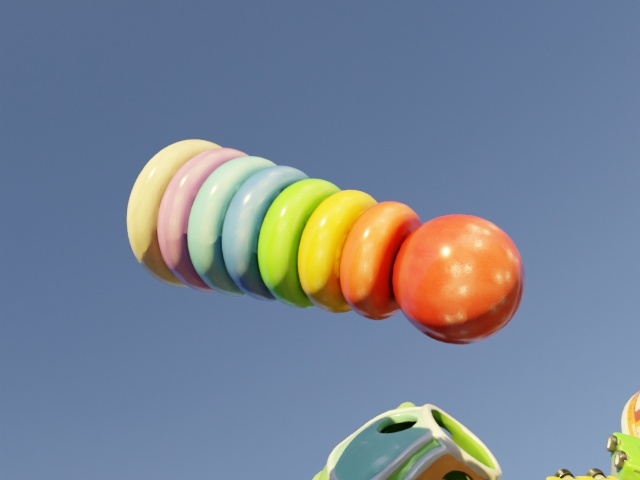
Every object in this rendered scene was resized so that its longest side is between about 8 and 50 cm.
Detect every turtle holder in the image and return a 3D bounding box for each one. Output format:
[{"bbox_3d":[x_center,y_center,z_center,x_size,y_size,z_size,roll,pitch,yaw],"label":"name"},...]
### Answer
[{"bbox_3d":[0.127,0.345,0.822,0.227,0.243,0.320,-55,-24,5],"label":"turtle holder"}]

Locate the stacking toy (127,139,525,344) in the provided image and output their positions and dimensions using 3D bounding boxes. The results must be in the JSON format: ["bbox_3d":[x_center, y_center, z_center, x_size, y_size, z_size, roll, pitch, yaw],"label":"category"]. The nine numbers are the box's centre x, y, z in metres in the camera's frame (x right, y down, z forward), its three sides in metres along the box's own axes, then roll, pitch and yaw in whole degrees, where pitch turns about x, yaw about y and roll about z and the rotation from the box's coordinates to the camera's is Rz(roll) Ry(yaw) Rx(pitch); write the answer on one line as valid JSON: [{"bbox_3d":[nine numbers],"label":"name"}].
[{"bbox_3d":[0.000,0.000,0.496,0.141,0.330,0.141,-21,-64,-51],"label":"stacking toy"}]

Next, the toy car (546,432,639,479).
[{"bbox_3d":[0.359,0.279,0.671,0.239,0.225,0.053,13,-80,14],"label":"toy car"}]

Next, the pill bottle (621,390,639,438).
[{"bbox_3d":[0.671,0.247,0.941,0.224,0.224,0.392,-1,-39,-17],"label":"pill bottle"}]
